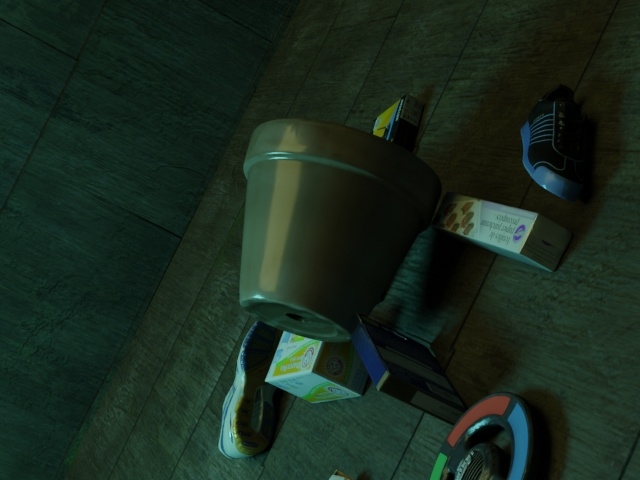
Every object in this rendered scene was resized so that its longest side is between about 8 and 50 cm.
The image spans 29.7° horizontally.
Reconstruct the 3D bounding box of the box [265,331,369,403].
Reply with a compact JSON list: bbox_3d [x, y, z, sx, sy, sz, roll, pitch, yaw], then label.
[{"bbox_3d":[0.003,0.207,2.093,0.203,0.103,0.114,-24,42,62],"label":"box"}]

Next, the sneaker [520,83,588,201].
[{"bbox_3d":[0.338,-0.144,1.713,0.232,0.081,0.090,-92,27,-58],"label":"sneaker"}]

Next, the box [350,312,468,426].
[{"bbox_3d":[0.122,0.185,1.753,0.036,0.136,0.225,-59,18,12],"label":"box"}]

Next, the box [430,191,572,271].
[{"bbox_3d":[0.258,-0.018,1.780,0.063,0.067,0.324,-64,18,-1],"label":"box"}]

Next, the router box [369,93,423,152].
[{"bbox_3d":[0.133,-0.182,2.368,0.133,0.046,0.178,-36,32,54],"label":"router box"}]

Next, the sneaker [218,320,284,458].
[{"bbox_3d":[-0.140,0.284,2.359,0.131,0.112,0.296,-37,31,54],"label":"sneaker"}]

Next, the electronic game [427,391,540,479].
[{"bbox_3d":[0.200,0.298,1.527,0.229,0.048,0.229,-52,21,30],"label":"electronic game"}]

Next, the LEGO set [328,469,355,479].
[{"bbox_3d":[-0.001,0.483,1.793,0.132,0.107,0.287,-18,30,15],"label":"LEGO set"}]

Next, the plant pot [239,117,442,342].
[{"bbox_3d":[0.000,0.000,1.923,0.323,0.323,0.280,-20,48,64],"label":"plant pot"}]
